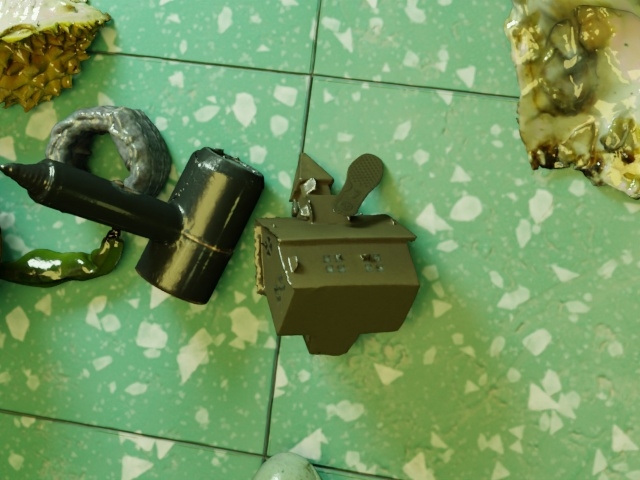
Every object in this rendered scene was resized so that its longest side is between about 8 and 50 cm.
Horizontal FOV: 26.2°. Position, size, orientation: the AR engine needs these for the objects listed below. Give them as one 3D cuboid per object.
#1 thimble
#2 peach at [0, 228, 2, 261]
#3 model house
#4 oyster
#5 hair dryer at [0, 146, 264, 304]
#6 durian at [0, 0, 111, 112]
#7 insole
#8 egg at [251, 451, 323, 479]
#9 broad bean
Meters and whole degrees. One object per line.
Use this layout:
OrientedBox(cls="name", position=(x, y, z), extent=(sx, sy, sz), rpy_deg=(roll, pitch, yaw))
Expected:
OrientedBox(cls="thimble", position=(-0.276, -0.104, 1.784), extent=(0.150, 0.098, 0.150), rpy_deg=(1, 93, 14))
OrientedBox(cls="peach", position=(-0.534, 0.007, 1.778), extent=(0.248, 0.275, 0.245), rpy_deg=(0, 129, -1))
OrientedBox(cls="model house", position=(0.000, 0.000, 1.716), extent=(0.181, 0.176, 0.248), rpy_deg=(0, 54, -20))
OrientedBox(cls="oyster", position=(0.330, -0.226, 1.643), extent=(0.201, 0.107, 0.354), rpy_deg=(-4, 109, 22))
OrientedBox(cls="hair dryer", position=(-0.232, -0.055, 1.667), extent=(0.107, 0.352, 0.189), rpy_deg=(33, 98, 45))
OrientedBox(cls="durian", position=(-0.457, -0.273, 1.777), extent=(0.305, 0.195, 0.185), rpy_deg=(23, 103, 9))
OrientedBox(cls="insole", position=(0.047, -0.070, 1.703), extent=(0.045, 0.135, 0.002), rpy_deg=(21, 131, 10))
OrientedBox(cls="egg", position=(-0.040, 0.349, 1.728), extent=(0.131, 0.131, 0.164), rpy_deg=(-1, 90, 13))
OrientedBox(cls="broad bean", position=(-0.341, 0.031, 1.829), extent=(0.195, 0.046, 0.061), rpy_deg=(-17, 99, 16))
